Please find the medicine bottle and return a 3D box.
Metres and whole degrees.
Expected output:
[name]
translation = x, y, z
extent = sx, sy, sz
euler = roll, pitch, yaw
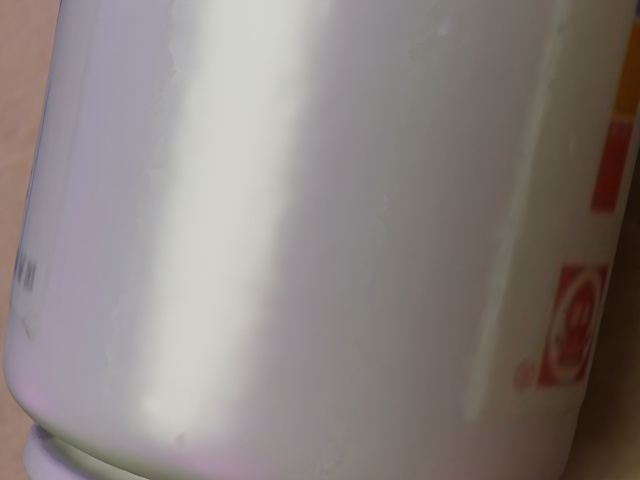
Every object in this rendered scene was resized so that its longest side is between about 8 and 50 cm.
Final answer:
[medicine bottle]
translation = 0.000, 0.000, 0.461
extent = 0.170, 0.170, 0.293
euler = 15, 98, 39
